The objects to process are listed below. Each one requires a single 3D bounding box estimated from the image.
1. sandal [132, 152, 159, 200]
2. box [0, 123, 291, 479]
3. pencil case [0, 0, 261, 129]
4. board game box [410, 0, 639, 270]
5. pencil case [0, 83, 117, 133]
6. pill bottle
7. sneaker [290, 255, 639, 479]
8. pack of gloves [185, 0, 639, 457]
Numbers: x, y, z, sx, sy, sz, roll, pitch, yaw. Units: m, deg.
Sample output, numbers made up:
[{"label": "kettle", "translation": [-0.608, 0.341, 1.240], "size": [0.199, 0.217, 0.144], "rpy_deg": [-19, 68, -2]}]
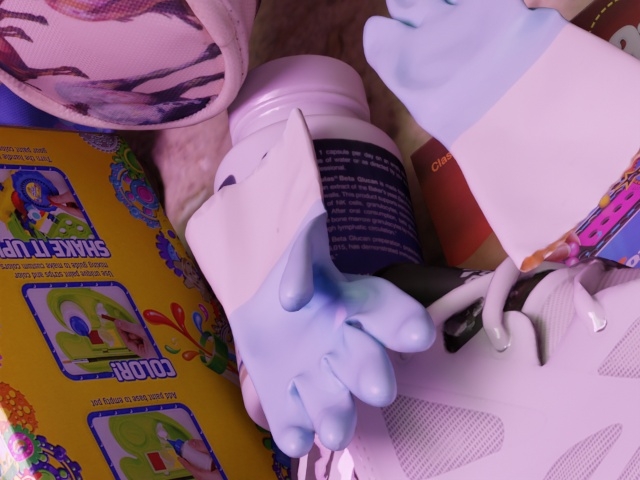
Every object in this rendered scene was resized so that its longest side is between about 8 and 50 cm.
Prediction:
[{"label": "sandal", "translation": [-0.131, 0.048, 1.004], "size": [0.090, 0.060, 0.219], "rpy_deg": [-16, 64, 43]}, {"label": "box", "translation": [-0.179, 0.139, 0.885], "size": [0.290, 0.177, 0.279], "rpy_deg": [-43, 66, 28]}, {"label": "pencil case", "translation": [-0.087, -0.258, 0.939], "size": [0.183, 0.160, 0.410], "rpy_deg": [-1, 59, 22]}, {"label": "board game box", "translation": [0.160, -0.059, 0.757], "size": [0.281, 0.027, 0.145], "rpy_deg": [-40, 49, 30]}, {"label": "pencil case", "translation": [-0.241, -0.034, 1.085], "size": [0.306, 0.119, 0.133], "rpy_deg": [-31, 38, 45]}, {"label": "pill bottle", "translation": [0.000, 0.000, 0.855], "size": [0.094, 0.094, 0.169], "rpy_deg": [-33, 54, 35]}, {"label": "sneaker", "translation": [0.119, 0.023, 0.641], "size": [0.257, 0.169, 0.447], "rpy_deg": [39, 108, 37]}, {"label": "pack of gloves", "translation": [0.017, -0.034, 0.708], "size": [0.195, 0.046, 0.232], "rpy_deg": [-50, 28, 10]}]
